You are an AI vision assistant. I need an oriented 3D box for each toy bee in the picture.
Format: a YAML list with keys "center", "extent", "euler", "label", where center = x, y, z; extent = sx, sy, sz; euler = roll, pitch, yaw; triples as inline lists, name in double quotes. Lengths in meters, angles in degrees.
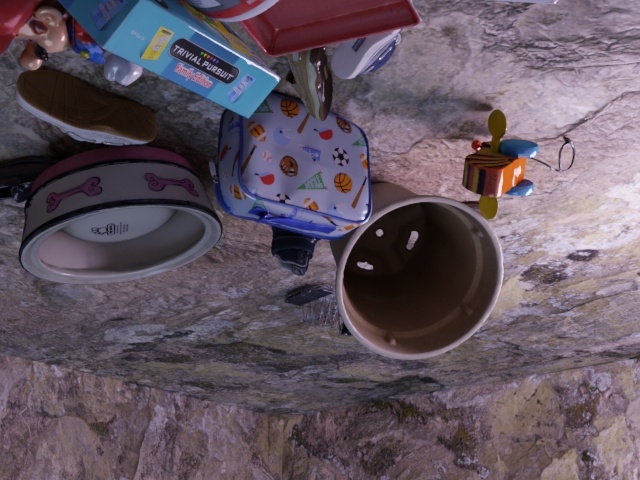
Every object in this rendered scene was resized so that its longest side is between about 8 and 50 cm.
- center: [0.333, -0.136, 1.912]
  extent: [0.162, 0.195, 0.298]
  euler: [16, -178, 36]
  label: "toy bee"

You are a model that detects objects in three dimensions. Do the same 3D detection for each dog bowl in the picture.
- center: [-0.413, -0.051, 2.077]
  extent: [0.408, 0.150, 0.408]
  euler: [-12, 160, -4]
  label: "dog bowl"

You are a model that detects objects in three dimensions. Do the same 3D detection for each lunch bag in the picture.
- center: [-0.052, -0.127, 1.833]
  extent: [0.304, 0.243, 0.115]
  euler: [13, 155, -29]
  label: "lunch bag"

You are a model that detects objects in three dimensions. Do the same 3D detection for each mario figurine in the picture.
- center: [-0.363, -0.292, 1.537]
  extent: [0.321, 0.170, 0.198]
  euler: [10, 159, -26]
  label: "mario figurine"

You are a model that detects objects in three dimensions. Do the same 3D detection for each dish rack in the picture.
- center: [0.042, 0.195, 2.886]
  extent: [0.272, 0.074, 0.208]
  euler: [16, 153, -33]
  label: "dish rack"

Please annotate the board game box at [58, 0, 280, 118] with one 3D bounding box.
- center: [-0.225, -0.301, 1.311]
  extent: [0.079, 0.254, 0.336]
  euler: [-48, 157, 11]
  label: "board game box"

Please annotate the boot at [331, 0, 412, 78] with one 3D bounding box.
- center: [0.096, -0.327, 1.583]
  extent: [0.086, 0.069, 0.190]
  euler: [-22, 166, -44]
  label: "boot"

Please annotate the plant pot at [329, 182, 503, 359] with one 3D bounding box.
- center: [0.157, 0.028, 2.065]
  extent: [0.334, 0.333, 0.305]
  euler: [7, -164, -16]
  label: "plant pot"

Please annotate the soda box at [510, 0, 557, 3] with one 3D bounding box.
- center: [0.227, -0.381, 1.402]
  extent: [0.216, 0.073, 0.069]
  euler: [3, 159, -4]
  label: "soda box"

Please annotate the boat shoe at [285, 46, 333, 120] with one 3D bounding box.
- center: [-0.023, -0.273, 1.722]
  extent: [0.072, 0.068, 0.190]
  euler: [10, 150, 12]
  label: "boat shoe"

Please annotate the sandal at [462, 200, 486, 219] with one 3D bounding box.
- center: [0.275, -0.041, 2.286]
  extent: [0.220, 0.060, 0.090]
  euler: [-4, 158, 13]
  label: "sandal"

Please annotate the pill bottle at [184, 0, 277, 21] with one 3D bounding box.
- center: [-0.185, -0.416, 1.146]
  extent: [0.210, 0.210, 0.363]
  euler: [-15, 154, 35]
  label: "pill bottle"

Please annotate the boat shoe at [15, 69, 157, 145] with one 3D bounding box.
- center: [-0.429, -0.220, 1.815]
  extent: [0.277, 0.098, 0.096]
  euler: [19, 152, -41]
  label: "boat shoe"

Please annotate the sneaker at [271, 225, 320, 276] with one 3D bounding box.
- center: [-0.001, 0.001, 2.272]
  extent: [0.226, 0.163, 0.086]
  euler: [0, 157, -2]
  label: "sneaker"

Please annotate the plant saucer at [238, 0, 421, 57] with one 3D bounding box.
- center: [-0.018, -0.373, 1.443]
  extent: [0.259, 0.047, 0.259]
  euler: [-8, 151, 24]
  label: "plant saucer"

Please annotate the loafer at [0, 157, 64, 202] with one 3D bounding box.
- center: [-0.643, -0.108, 2.113]
  extent: [0.303, 0.095, 0.109]
  euler: [-2, 158, 7]
  label: "loafer"
